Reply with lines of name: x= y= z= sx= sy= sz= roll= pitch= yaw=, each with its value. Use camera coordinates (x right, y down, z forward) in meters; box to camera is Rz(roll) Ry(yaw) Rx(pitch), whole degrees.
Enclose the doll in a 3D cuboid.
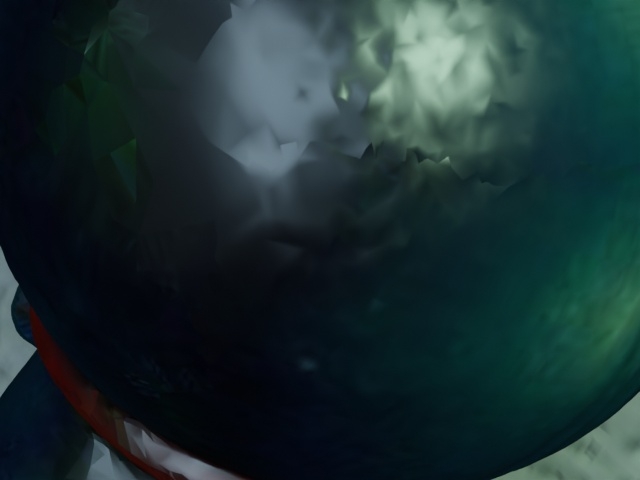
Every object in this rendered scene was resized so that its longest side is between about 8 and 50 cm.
doll: x=-0.001 y=0.000 z=0.475 sx=0.198 sy=0.186 sz=0.322 roll=31 pitch=115 yaw=31
